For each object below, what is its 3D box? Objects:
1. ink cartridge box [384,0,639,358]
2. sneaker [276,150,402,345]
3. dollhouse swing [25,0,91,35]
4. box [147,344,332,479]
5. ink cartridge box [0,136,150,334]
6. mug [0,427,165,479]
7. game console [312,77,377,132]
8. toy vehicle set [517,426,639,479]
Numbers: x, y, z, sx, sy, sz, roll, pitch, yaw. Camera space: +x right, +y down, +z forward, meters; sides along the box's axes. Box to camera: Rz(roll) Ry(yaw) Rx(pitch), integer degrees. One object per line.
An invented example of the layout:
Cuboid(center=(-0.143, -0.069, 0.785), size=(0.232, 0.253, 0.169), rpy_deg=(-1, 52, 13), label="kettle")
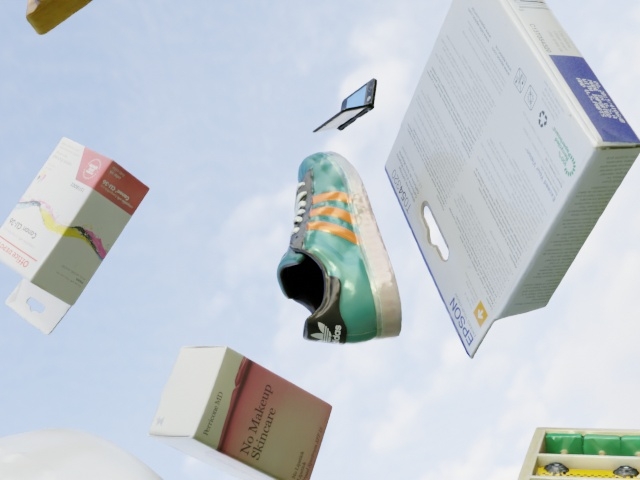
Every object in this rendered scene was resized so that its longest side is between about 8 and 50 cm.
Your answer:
Cuboid(center=(0.195, -0.093, 1.147), size=(0.071, 0.324, 0.330), rpy_deg=(-2, -41, -21), label="ink cartridge box")
Cuboid(center=(0.000, 0.000, 1.220), size=(0.121, 0.302, 0.108), rpy_deg=(-7, -47, -13), label="sneaker")
Cuboid(center=(-0.304, -0.468, 1.005), size=(0.315, 0.305, 0.347), rpy_deg=(-37, -43, -3), label="dollhouse swing")
Cuboid(center=(-0.118, 0.273, 1.554), size=(0.232, 0.126, 0.149), rpy_deg=(34, -117, -33), label="box")
Cuboid(center=(-0.293, -0.007, 1.136), size=(0.067, 0.115, 0.198), rpy_deg=(40, -102, -45), label="ink cartridge box")
Cuboid(center=(-0.235, 0.275, 0.569), size=(0.328, 0.374, 0.276), rpy_deg=(-42, -76, -37), label="mug")
Cuboid(center=(0.048, -0.268, 2.032), size=(0.071, 0.122, 0.107), rpy_deg=(22, -117, -26), label="game console")
Cuboid(center=(0.264, 0.162, 0.649), size=(0.166, 0.266, 0.035), rpy_deg=(-22, -71, -72), label="toy vehicle set")
